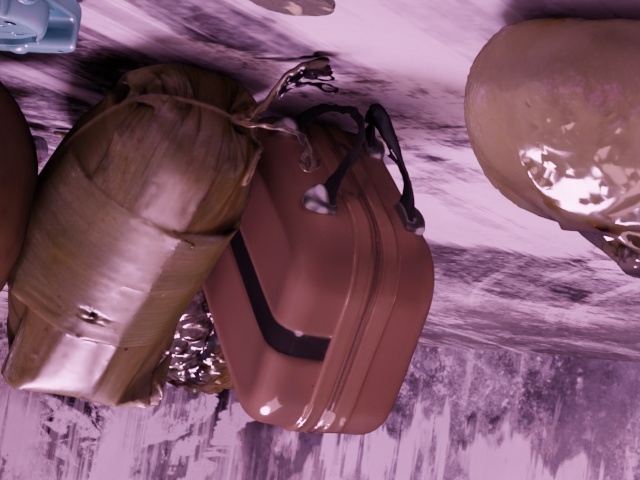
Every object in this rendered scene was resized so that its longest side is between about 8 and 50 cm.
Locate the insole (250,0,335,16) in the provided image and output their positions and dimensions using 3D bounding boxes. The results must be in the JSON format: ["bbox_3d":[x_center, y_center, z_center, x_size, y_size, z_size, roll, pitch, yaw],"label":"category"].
[{"bbox_3d":[-0.079,-0.195,1.065,0.081,0.011,0.248,2,169,40],"label":"insole"}]

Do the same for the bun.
[{"bbox_3d":[0.234,-0.064,1.126,0.272,0.168,0.273,16,173,2],"label":"bun"}]

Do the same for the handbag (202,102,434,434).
[{"bbox_3d":[0.000,0.000,1.464,0.149,0.283,0.302,13,-151,-21],"label":"handbag"}]

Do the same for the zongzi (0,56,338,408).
[{"bbox_3d":[-0.160,-0.107,1.496,0.181,0.418,0.447,19,128,-22],"label":"zongzi"}]

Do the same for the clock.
[{"bbox_3d":[-0.254,-0.182,1.199,0.108,0.045,0.147,4,170,18],"label":"clock"}]

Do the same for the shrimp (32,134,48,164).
[{"bbox_3d":[-0.365,-0.099,1.785,0.065,0.057,0.165,7,176,-35],"label":"shrimp"}]

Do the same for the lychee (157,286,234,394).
[{"bbox_3d":[-0.135,0.050,1.874,0.274,0.255,0.255,-24,-174,-25],"label":"lychee"}]

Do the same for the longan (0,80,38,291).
[{"bbox_3d":[-0.397,-0.055,1.379,0.297,0.297,0.297,8,171,1],"label":"longan"}]
